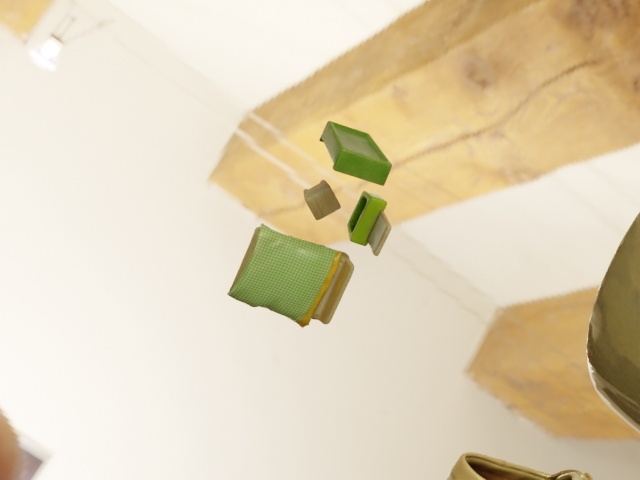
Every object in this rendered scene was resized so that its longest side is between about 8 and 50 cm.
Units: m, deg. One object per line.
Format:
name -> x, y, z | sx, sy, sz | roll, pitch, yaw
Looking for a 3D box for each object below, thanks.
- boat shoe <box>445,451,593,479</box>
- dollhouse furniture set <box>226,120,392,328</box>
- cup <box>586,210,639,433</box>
boat shoe -> 0.167, 0.187, 0.937 | 0.170, 0.063, 0.059 | 12, -64, -1
dollhouse furniture set -> 0.000, 0.000, 0.924 | 0.076, 0.151, 0.058 | 18, 21, -19
cup -> 0.374, 0.069, 0.865 | 0.237, 0.331, 0.331 | 51, -5, 42
